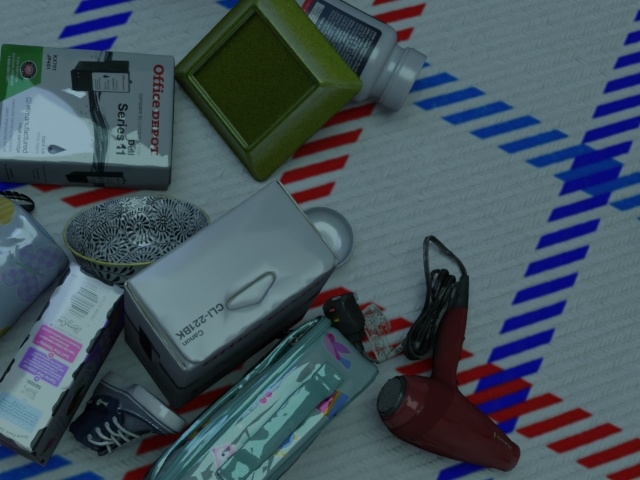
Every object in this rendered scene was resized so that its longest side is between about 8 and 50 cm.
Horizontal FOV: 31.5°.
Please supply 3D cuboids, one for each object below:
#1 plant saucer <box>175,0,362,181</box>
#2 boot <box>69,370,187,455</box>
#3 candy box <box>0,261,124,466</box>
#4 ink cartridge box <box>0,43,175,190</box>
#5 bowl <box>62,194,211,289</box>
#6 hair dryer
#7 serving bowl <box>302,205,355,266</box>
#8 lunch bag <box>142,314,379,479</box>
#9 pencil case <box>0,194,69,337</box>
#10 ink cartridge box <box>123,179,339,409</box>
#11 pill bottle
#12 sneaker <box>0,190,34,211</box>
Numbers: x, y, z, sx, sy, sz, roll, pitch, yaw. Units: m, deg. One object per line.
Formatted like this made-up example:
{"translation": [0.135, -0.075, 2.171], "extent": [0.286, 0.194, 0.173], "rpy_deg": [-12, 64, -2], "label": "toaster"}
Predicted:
{"translation": [-0.077, -0.197, 1.389], "extent": [0.188, 0.045, 0.188], "rpy_deg": [-42, 82, 22], "label": "plant saucer"}
{"translation": [-0.213, 0.203, 1.241], "extent": [0.069, 0.190, 0.086], "rpy_deg": [42, 74, -22], "label": "boot"}
{"translation": [-0.289, 0.140, 1.248], "extent": [0.070, 0.165, 0.196], "rpy_deg": [28, 71, 0], "label": "candy box"}
{"translation": [-0.281, -0.148, 1.374], "extent": [0.208, 0.087, 0.153], "rpy_deg": [2, 74, -10], "label": "ink cartridge box"}
{"translation": [-0.211, 0.018, 1.328], "extent": [0.170, 0.080, 0.170], "rpy_deg": [0, 30, 0], "label": "bowl"}
{"translation": [0.152, 0.149, 1.352], "extent": [0.223, 0.080, 0.293], "rpy_deg": [-26, 90, -32], "label": "hair dryer"}
{"translation": [0.000, 0.000, 1.410], "extent": [0.083, 0.027, 0.083], "rpy_deg": [2, 74, -8], "label": "serving bowl"}
{"translation": [-0.068, 0.201, 1.236], "extent": [0.108, 0.224, 0.279], "rpy_deg": [45, 72, 3], "label": "lunch bag"}
{"translation": [-0.410, 0.075, 1.271], "extent": [0.124, 0.113, 0.273], "rpy_deg": [46, 72, -20], "label": "pencil case"}
{"translation": [-0.106, 0.068, 1.243], "extent": [0.197, 0.273, 0.114], "rpy_deg": [-35, 83, -17], "label": "ink cartridge box"}
{"translation": [0.037, -0.239, 1.444], "extent": [0.180, 0.108, 0.108], "rpy_deg": [28, 71, -1], "label": "pill bottle"}
{"translation": [-0.396, -0.035, 1.353], "extent": [0.109, 0.040, 0.043], "rpy_deg": [-2, 105, -16], "label": "sneaker"}
